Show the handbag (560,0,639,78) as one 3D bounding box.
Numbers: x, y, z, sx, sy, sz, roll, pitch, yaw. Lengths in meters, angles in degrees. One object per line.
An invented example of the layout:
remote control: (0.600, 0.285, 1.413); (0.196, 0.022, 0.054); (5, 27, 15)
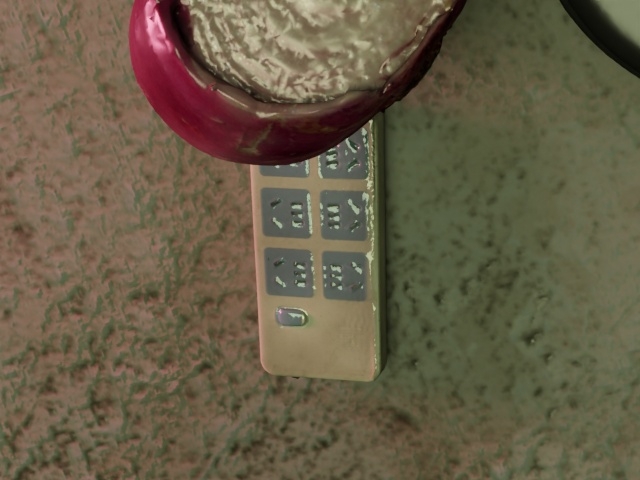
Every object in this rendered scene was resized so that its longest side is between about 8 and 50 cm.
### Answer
handbag: (0.247, -0.218, 0.922); (0.254, 0.093, 0.308); (39, 113, 2)

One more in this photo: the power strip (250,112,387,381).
power strip: (0.000, 0.000, 1.093); (0.081, 0.035, 0.192); (3, 108, 14)

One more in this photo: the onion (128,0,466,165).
onion: (-0.009, -0.138, 0.968); (0.200, 0.200, 0.207); (7, 82, 13)
